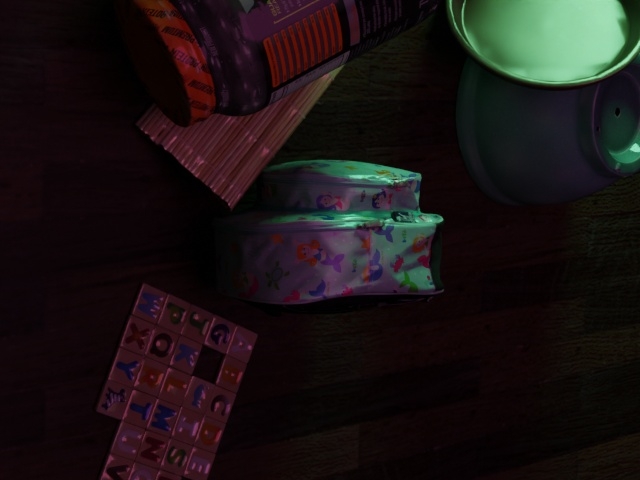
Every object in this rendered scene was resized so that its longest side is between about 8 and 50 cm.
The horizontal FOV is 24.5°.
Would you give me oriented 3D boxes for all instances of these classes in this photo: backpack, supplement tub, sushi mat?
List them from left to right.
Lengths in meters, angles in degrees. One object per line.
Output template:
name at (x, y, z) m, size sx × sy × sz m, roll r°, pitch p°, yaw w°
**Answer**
sushi mat at (-0.073, -0.198, 1.754) m, size 0.151 × 0.019 × 0.316 m, roll 39°, pitch 66°, yaw -7°
supplement tub at (-0.046, -0.274, 1.651) m, size 0.338 × 0.207 × 0.207 m, roll -30°, pitch 117°, yaw -19°
backpack at (0.000, 0.000, 1.760) m, size 0.253 × 0.225 × 0.191 m, roll -11°, pitch 101°, yaw -32°

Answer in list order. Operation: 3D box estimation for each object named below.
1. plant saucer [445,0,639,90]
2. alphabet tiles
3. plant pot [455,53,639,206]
plant saucer at (0.306, -0.305, 2.000) m, size 0.278 × 0.278 × 0.041 m, roll -49°, pitch 159°, yaw -27°
alphabet tiles at (-0.182, 0.192, 1.762) m, size 0.198 × 0.009 × 0.237 m, roll 28°, pitch 77°, yaw -43°
plant pot at (0.361, -0.185, 2.092) m, size 0.293 × 0.196 × 0.293 m, roll -8°, pitch 101°, yaw -43°
